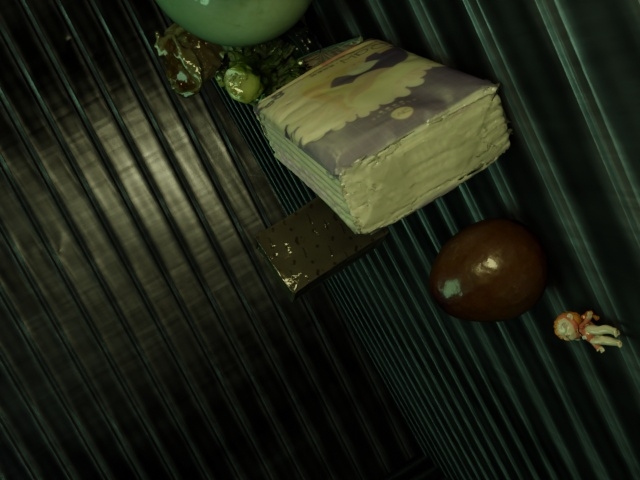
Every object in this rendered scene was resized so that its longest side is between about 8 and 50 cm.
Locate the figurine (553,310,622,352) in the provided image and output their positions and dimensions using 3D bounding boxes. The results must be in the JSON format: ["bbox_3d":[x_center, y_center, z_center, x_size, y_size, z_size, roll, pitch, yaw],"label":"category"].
[{"bbox_3d":[0.366,0.122,0.908,0.109,0.047,0.064,8,122,68],"label":"figurine"}]

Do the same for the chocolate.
[{"bbox_3d":[0.244,0.052,0.987,0.176,0.177,0.177,57,171,14],"label":"chocolate"}]

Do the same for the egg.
[{"bbox_3d":[-0.150,-0.460,1.077,0.389,0.276,0.276,45,164,46],"label":"egg"}]

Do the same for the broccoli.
[{"bbox_3d":[-0.114,-0.283,1.153,0.165,0.145,0.304,39,-163,-10],"label":"broccoli"}]

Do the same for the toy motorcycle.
[{"bbox_3d":[-0.127,-0.434,1.422,0.237,0.169,0.410,54,164,-22],"label":"toy motorcycle"}]

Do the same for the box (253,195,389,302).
[{"bbox_3d":[0.000,0.000,1.755,0.190,0.297,0.225,55,171,7],"label":"box"}]

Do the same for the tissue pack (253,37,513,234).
[{"bbox_3d":[0.068,-0.167,0.957,0.343,0.242,0.125,48,167,55],"label":"tissue pack"}]

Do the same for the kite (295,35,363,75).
[{"bbox_3d":[0.023,-0.238,1.241,0.335,0.011,0.314,46,135,26],"label":"kite"}]

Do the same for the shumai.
[{"bbox_3d":[-0.297,-0.477,1.773,0.267,0.262,0.314,39,171,-1],"label":"shumai"}]
